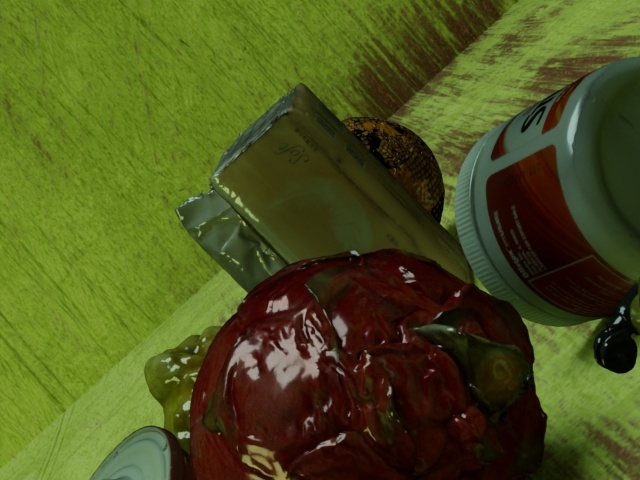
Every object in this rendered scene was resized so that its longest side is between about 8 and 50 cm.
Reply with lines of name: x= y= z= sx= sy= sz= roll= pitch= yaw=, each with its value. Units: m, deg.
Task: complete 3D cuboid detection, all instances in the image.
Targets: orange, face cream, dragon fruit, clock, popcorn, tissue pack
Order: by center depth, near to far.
dragon fruit: x=0.031 y=0.140 z=1.349 sx=0.277 sy=0.277 sz=0.342 roll=-48 pitch=8 yaw=-31
face cream: x=0.247 y=-0.039 z=1.486 sx=0.201 sy=0.201 sz=0.187 roll=-47 pitch=10 yaw=-30
clock: x=-0.238 y=0.342 z=1.822 sx=0.318 sy=0.080 sz=0.318 roll=-49 pitch=25 yaw=32
popcorn: x=-0.107 y=0.183 z=1.962 sx=0.226 sy=0.203 sz=0.200 roll=-58 pitch=-8 yaw=22
tissue pack: x=0.000 y=0.000 z=2.038 sx=0.238 sy=0.305 sz=0.238 roll=-44 pitch=9 yaw=9
orange: x=0.060 y=-0.047 z=2.246 sx=0.182 sy=0.234 sz=0.234 roll=6 pitch=44 yaw=47

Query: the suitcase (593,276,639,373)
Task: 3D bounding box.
suitcase: x=0.302 y=0.030 z=1.102 sx=0.235 sy=0.143 sz=0.194 roll=-42 pitch=9 yaw=-2
